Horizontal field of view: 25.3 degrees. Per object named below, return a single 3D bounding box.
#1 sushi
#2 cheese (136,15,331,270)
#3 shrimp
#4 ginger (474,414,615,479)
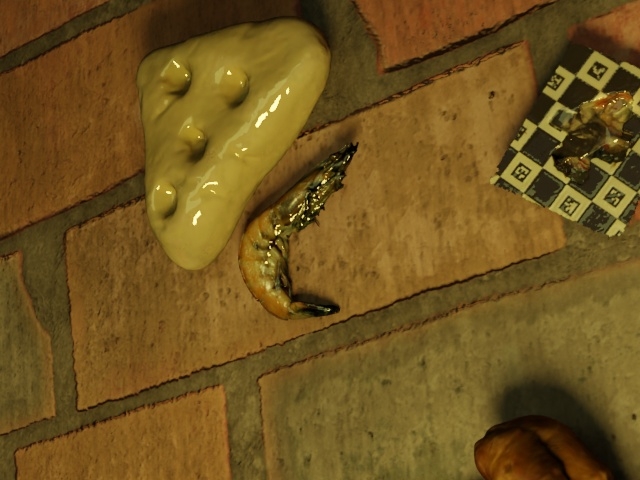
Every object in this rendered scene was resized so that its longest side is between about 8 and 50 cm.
[{"bbox_3d":[0.343,-0.121,1.776,0.192,0.040,0.210,28,88,31],"label":"sushi"},{"bbox_3d":[-0.114,-0.157,2.043,0.328,0.129,0.351,-21,63,28],"label":"cheese"},{"bbox_3d":[0.000,0.000,1.970,0.262,0.051,0.198,-45,61,17],"label":"shrimp"},{"bbox_3d":[0.267,0.346,1.586,0.172,0.165,0.321,-10,63,13],"label":"ginger"}]
